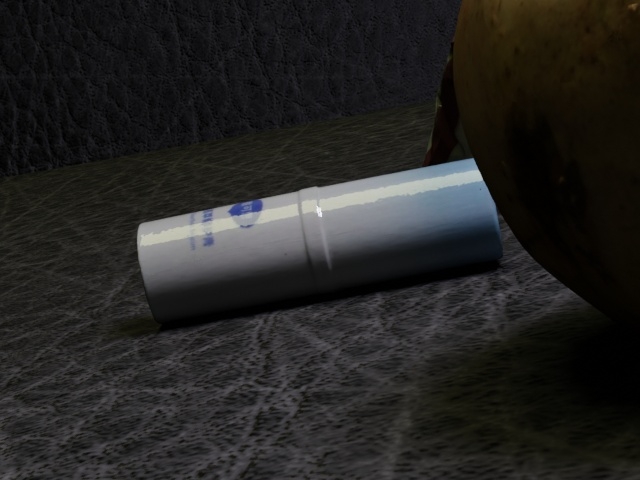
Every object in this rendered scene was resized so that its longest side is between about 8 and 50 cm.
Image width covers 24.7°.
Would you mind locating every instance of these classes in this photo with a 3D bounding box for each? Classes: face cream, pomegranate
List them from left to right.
[{"bbox_3d":[0.000,0.000,1.040,0.250,0.077,0.077,-11,8,3],"label":"face cream"},{"bbox_3d":[0.213,-0.093,0.690,0.322,0.322,0.322,-11,8,2],"label":"pomegranate"}]

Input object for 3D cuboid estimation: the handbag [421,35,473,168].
[{"bbox_3d":[0.201,-0.133,1.361,0.235,0.213,0.127,-17,50,-23],"label":"handbag"}]
